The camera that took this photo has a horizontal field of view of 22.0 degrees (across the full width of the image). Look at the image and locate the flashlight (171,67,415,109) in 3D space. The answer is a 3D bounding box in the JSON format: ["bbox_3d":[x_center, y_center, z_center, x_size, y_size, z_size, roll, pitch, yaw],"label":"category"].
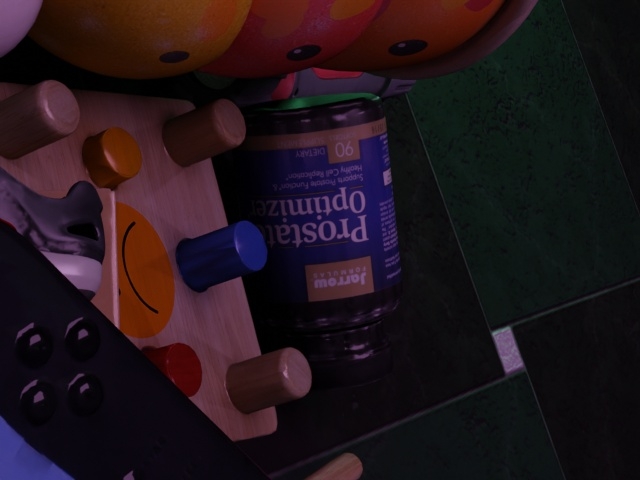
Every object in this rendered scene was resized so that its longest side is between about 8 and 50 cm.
[{"bbox_3d":[-0.012,-0.166,1.423,0.304,0.103,0.103,-14,81,-57],"label":"flashlight"}]

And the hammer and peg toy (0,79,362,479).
[{"bbox_3d":[-0.118,0.074,1.088,0.266,0.127,0.361,-3,76,-58],"label":"hammer and peg toy"}]

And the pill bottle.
[{"bbox_3d":[0.000,0.000,1.284,0.123,0.123,0.219,-22,108,-59],"label":"pill bottle"}]

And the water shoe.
[{"bbox_3d":[-0.217,-0.013,0.894,0.203,0.073,0.080,14,65,-27],"label":"water shoe"}]

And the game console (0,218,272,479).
[{"bbox_3d":[-0.190,0.214,0.816,0.342,0.060,0.386,47,63,-29],"label":"game console"}]

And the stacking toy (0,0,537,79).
[{"bbox_3d":[-0.102,-0.208,1.049,0.480,0.350,0.350,-29,97,-39],"label":"stacking toy"}]

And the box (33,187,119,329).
[{"bbox_3d":[-0.196,0.072,0.935,0.021,0.164,0.201,130,-42,-77],"label":"box"}]
